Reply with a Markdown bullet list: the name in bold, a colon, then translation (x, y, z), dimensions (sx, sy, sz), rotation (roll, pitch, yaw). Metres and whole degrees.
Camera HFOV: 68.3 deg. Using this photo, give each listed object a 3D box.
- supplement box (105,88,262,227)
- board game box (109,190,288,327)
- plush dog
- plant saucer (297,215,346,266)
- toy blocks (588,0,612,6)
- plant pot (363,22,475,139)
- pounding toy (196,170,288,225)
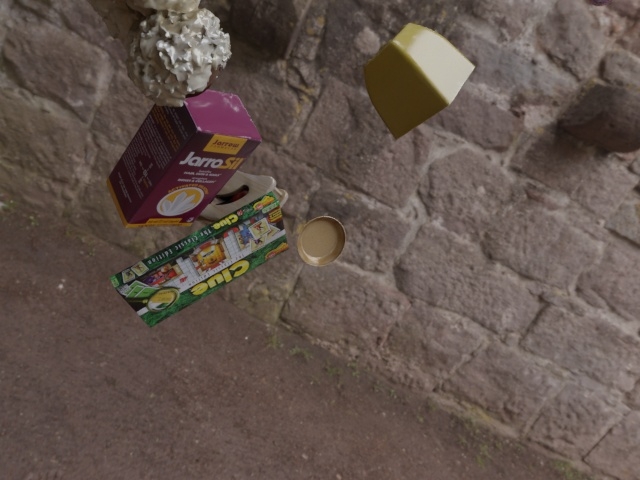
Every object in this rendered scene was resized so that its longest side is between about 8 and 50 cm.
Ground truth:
- **supplement box**: translation (-0.178, -0.101, 0.604), dimensions (0.104, 0.188, 0.080), rotation (-5, 60, -52)
- **board game box**: translation (-0.171, 0.032, 0.730), dimensions (0.030, 0.260, 0.136), rotation (52, -17, 27)
- **plush dog**: translation (-0.125, -0.276, 0.357), dimensions (0.211, 0.225, 0.262), rotation (27, 62, -13)
- **plant saucer**: translation (0.000, 0.000, 0.752), dimensions (0.084, 0.083, 0.015), rotation (20, 9, -27)
- **toy blocks**: translation (0.723, -0.627, 0.944), dimensions (0.289, 0.308, 0.260), rotation (16, 36, 20)
- **plant pot**: translation (0.094, -0.174, 0.497), dimensions (0.083, 0.081, 0.081), rotation (44, 56, -14)
- **pounding toy**: translation (-0.186, -0.101, 0.900), dimensions (0.270, 0.154, 0.155), rotation (15, -9, 19)
